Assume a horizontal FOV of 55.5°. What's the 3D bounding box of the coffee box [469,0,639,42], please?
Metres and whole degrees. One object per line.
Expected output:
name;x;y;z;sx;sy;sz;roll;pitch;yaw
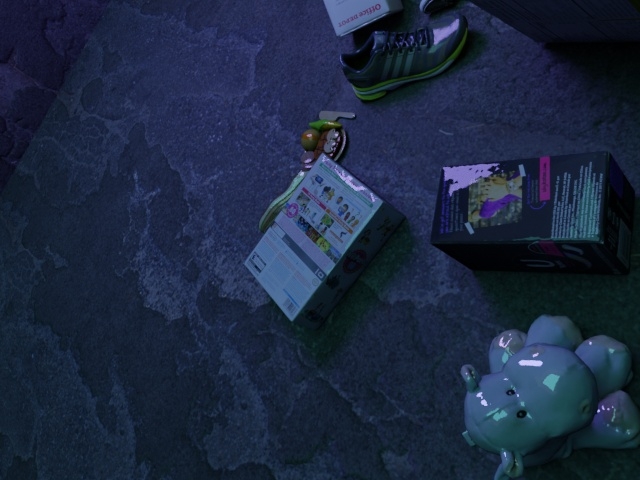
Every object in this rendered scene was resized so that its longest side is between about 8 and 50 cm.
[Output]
coffee box;0.441;-0.510;0.919;0.334;0.338;0.338;16;100;41

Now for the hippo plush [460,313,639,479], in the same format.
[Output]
hippo plush;0.281;0.211;0.860;0.294;0.236;0.234;-36;52;22

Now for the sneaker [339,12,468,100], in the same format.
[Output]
sneaker;0.173;-0.404;1.308;0.299;0.121;0.111;-22;58;31

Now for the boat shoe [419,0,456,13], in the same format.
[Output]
boat shoe;0.283;-0.538;1.329;0.142;0.049;0.040;-29;55;25

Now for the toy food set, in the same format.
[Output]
toy food set;0.001;-0.224;1.426;0.132;0.038;0.192;12;79;42

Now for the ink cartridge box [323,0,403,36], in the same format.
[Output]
ink cartridge box;0.080;-0.608;1.423;0.154;0.093;0.213;-14;103;36

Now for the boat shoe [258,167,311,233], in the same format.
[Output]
boat shoe;-0.068;-0.077;1.403;0.072;0.068;0.190;46;109;17

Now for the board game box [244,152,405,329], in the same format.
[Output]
board game box;0.000;0.000;1.288;0.303;0.097;0.224;-53;48;9

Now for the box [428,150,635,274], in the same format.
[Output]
box;0.337;-0.035;0.975;0.270;0.165;0.144;0;71;40
